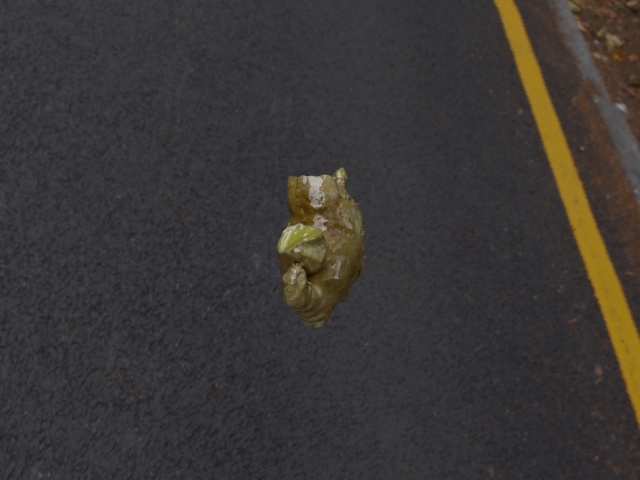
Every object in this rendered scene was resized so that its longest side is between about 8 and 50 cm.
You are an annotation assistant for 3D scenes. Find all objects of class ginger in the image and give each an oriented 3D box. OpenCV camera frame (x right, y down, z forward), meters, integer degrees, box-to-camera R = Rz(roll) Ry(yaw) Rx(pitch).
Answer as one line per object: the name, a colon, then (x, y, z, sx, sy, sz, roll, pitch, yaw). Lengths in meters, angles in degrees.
ginger: (0.000, 0.000, 0.917, 0.157, 0.102, 0.216, 45, 51, -49)
